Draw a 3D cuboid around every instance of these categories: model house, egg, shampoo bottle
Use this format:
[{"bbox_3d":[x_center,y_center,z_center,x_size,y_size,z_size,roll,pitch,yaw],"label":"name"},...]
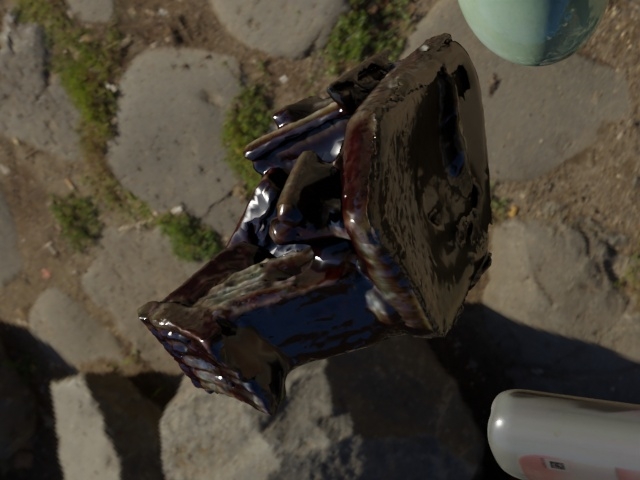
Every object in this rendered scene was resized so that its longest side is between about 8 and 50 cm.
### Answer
[{"bbox_3d":[-0.005,-0.007,0.489,0.164,0.203,0.141,-13,101,26],"label":"model house"},{"bbox_3d":[0.202,-0.264,0.945,0.149,0.149,0.192,-10,103,35],"label":"egg"},{"bbox_3d":[0.165,0.102,0.455,0.165,0.040,0.080,5,153,26],"label":"shampoo bottle"}]
